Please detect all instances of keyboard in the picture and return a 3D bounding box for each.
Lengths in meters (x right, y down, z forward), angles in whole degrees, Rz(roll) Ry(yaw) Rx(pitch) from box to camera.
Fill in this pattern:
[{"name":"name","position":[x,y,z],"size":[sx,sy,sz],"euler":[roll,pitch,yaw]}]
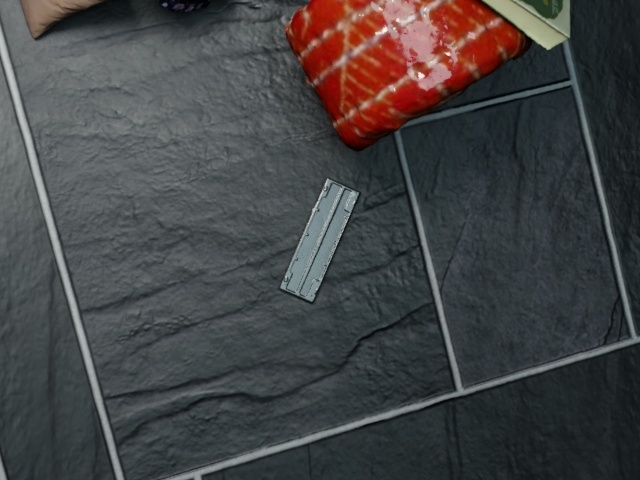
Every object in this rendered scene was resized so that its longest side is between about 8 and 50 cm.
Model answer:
[{"name":"keyboard","position":[0.000,0.000,1.579],"size":[0.067,0.011,0.202],"euler":[24,87,-9]}]

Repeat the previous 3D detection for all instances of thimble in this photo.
[{"name":"thimble","position":[0.130,-0.301,1.439],"size":[0.350,0.350,0.230],"euler":[-30,94,-9]}]

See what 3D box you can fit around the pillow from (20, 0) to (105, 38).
[{"name":"pillow","position":[-0.385,-0.434,1.413],"size":[0.084,0.236,0.223],"euler":[-27,104,-51]}]

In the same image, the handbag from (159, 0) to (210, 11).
[{"name":"handbag","position":[-0.218,-0.449,1.440],"size":[0.127,0.229,0.207],"euler":[-13,94,24]}]

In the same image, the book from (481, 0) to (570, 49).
[{"name":"book","position":[0.207,-0.446,1.308],"size":[0.371,0.043,0.260],"euler":[21,60,-34]}]
